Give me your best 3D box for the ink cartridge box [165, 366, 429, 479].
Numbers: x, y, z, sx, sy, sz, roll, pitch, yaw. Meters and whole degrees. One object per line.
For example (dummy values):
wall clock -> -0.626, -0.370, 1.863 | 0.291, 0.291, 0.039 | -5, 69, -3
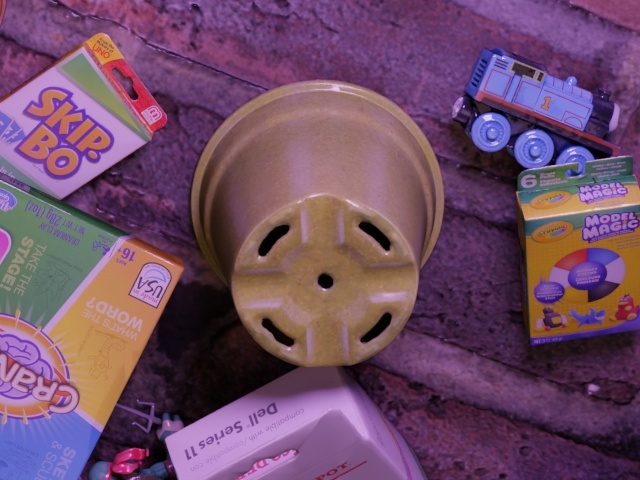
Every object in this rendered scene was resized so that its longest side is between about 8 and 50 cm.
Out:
ink cartridge box -> -0.021, 0.247, 1.840 | 0.207, 0.119, 0.353 | -28, 144, 6

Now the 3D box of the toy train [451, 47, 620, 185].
toy train -> 0.232, -0.129, 1.831 | 0.184, 0.080, 0.105 | 21, 102, -9

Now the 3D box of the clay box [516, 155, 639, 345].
clay box -> 0.277, 0.012, 1.854 | 0.127, 0.053, 0.222 | -9, 134, 1

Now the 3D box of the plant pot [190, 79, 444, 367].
plant pot -> 0.000, 0.000, 1.775 | 0.276, 0.254, 0.276 | 0, 110, -1

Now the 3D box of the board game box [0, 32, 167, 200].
board game box -> -0.300, -0.101, 1.847 | 0.259, 0.039, 0.124 | -34, 108, 7

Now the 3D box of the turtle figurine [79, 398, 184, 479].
turtle figurine -> -0.193, 0.296, 1.954 | 0.175, 0.118, 0.234 | -43, 111, 12

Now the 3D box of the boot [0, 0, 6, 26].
boot -> -0.384, -0.180, 1.751 | 0.073, 0.152, 0.197 | 30, 106, -12

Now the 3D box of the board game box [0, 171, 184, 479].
board game box -> -0.320, 0.112, 1.836 | 0.242, 0.064, 0.316 | 26, 95, -10
